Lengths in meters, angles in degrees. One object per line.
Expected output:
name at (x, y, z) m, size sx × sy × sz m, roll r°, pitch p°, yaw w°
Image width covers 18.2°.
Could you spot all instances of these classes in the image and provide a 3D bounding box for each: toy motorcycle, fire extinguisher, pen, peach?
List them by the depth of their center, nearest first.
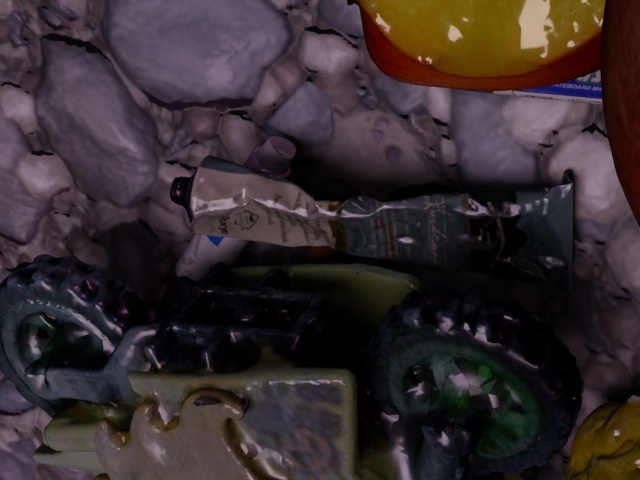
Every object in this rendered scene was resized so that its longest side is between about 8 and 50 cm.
peach at (0.132, -0.167, 1.013) m, size 0.154 × 0.159 × 0.267 m, roll 41°, pitch 127°, yaw 18°
pen at (0.138, -0.091, 1.137) m, size 0.204 × 0.025 × 0.025 m, roll 8°, pitch 119°, yaw 26°
toy motorcycle at (-0.023, 0.117, 1.248) m, size 0.410 × 0.169 × 0.237 m, roll 5°, pitch 124°, yaw 30°
fire extinguisher at (0.000, 0.000, 1.265) m, size 0.028 × 0.022 × 0.083 m, roll 7°, pitch 124°, yaw -8°

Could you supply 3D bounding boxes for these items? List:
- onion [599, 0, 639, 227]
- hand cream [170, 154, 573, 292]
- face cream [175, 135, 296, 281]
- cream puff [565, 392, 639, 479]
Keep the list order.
onion at (0.260, -0.115, 0.739) m, size 0.354 × 0.353 × 0.353 m, roll 13°, pitch 121°, yaw 23°
hand cream at (0.030, -0.018, 1.209) m, size 0.248 × 0.052 × 0.075 m, roll 5°, pitch 147°, yaw 9°
face cream at (-0.052, -0.018, 1.278) m, size 0.034 × 0.034 × 0.130 m, roll 40°, pitch 128°, yaw 5°
cream puff at (0.202, 0.173, 1.187) m, size 0.146 × 0.116 × 0.146 m, roll 13°, pitch 128°, yaw 17°
